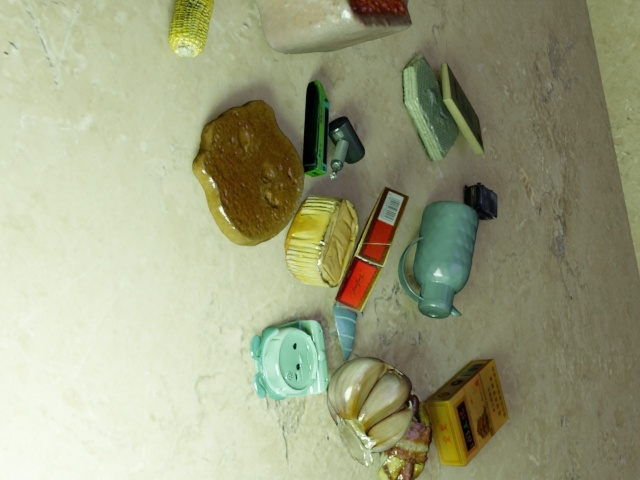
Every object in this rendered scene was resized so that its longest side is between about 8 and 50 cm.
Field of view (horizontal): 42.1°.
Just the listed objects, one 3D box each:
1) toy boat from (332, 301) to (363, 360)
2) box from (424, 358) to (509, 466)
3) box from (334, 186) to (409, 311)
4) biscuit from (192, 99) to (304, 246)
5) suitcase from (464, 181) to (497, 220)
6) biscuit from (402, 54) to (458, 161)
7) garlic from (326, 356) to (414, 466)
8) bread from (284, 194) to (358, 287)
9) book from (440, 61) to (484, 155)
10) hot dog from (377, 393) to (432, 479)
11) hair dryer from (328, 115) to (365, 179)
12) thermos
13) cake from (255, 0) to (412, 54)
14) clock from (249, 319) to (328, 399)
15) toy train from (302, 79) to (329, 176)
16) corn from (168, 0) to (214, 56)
[{"bbox_3d":[0.055,0.194,1.788,0.096,0.034,0.122,25,64,-41],"label":"toy boat"},{"bbox_3d":[0.378,0.434,2.117,0.274,0.076,0.174,-25,101,-52],"label":"box"},{"bbox_3d":[0.113,0.016,1.783,0.074,0.153,0.240,27,44,-1],"label":"box"},{"bbox_3d":[-0.136,-0.127,1.598,0.257,0.049,0.273,60,40,-20],"label":"biscuit"},{"bbox_3d":[0.453,-0.107,2.344,0.126,0.059,0.086,21,68,-48],"label":"suitcase"},{"bbox_3d":[0.287,-0.350,2.189,0.252,0.052,0.150,61,41,-21],"label":"biscuit"},{"bbox_3d":[0.086,0.325,1.699,0.191,0.160,0.214,-42,112,-31],"label":"garlic"},{"bbox_3d":[0.000,0.000,1.699,0.132,0.114,0.191,51,54,-46],"label":"bread"},{"bbox_3d":[0.392,-0.362,2.303,0.231,0.026,0.161,49,31,-40],"label":"book"},{"bbox_3d":[0.192,0.448,1.851,0.146,0.103,0.213,19,69,-50],"label":"hot dog"},{"bbox_3d":[0.044,-0.182,1.809,0.100,0.057,0.198,57,30,-26],"label":"hair dryer"},{"bbox_3d":[0.288,0.046,2.042,0.182,0.145,0.287,23,61,-12],"label":"thermos"},{"bbox_3d":[0.026,-0.530,1.748,0.308,0.230,0.237,-18,98,-52],"label":"cake"},{"bbox_3d":[-0.064,0.235,1.603,0.188,0.060,0.148,-5,86,-52],"label":"clock"},{"bbox_3d":[-0.006,-0.243,1.794,0.042,0.044,0.209,20,67,-48],"label":"toy train"},{"bbox_3d":[-0.232,-0.426,1.525,0.072,0.072,0.203,33,56,-44],"label":"corn"}]
